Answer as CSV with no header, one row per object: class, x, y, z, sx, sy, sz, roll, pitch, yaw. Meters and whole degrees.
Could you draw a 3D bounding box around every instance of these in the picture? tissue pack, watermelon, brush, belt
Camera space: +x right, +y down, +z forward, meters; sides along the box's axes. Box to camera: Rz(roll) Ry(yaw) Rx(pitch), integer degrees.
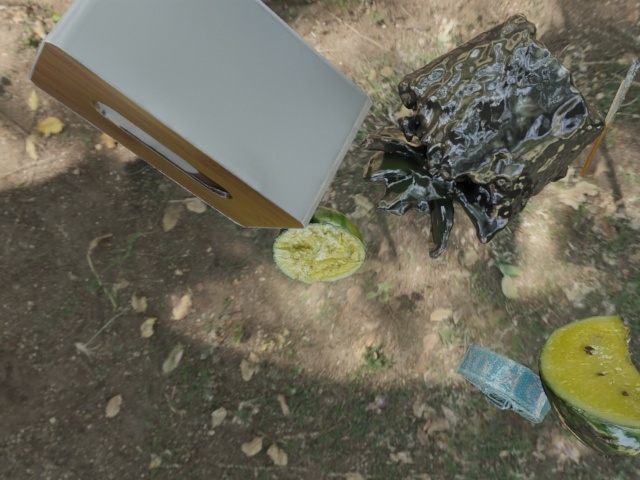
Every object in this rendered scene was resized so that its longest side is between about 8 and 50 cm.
tissue pack,-0.103,-0.132,0.568,0.246,0.159,0.136,36,75,-24
watermelon,0.376,0.193,0.873,0.129,0.301,0.123,-31,99,24
brush,0.487,-0.188,1.100,0.017,0.314,0.090,26,77,18
belt,0.326,0.253,1.117,0.147,0.163,0.082,35,84,-3
watermelon,0.000,0.000,0.720,0.105,0.062,0.105,3,138,3

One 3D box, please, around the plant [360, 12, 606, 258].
plant,0.176,-0.120,0.762,0.276,0.188,0.199,-40,53,29
